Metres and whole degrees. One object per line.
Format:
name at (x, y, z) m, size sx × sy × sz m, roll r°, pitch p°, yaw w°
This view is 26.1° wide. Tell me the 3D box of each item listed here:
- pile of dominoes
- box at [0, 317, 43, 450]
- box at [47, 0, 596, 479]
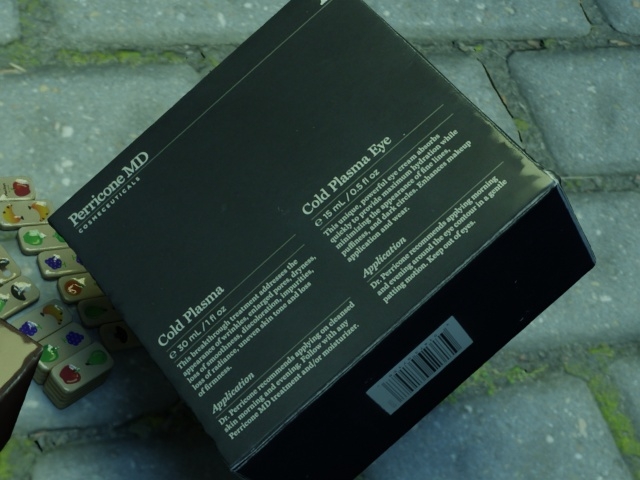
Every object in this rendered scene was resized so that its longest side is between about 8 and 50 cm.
pile of dominoes at (-0.286, 0.038, 1.286) m, size 0.196 × 0.040 × 0.251 m, roll -32°, pitch 75°, yaw -38°
box at (-0.356, 0.145, 1.092) m, size 0.168 × 0.167 × 0.203 m, roll 34°, pitch 49°, yaw 3°
box at (0.000, 0.000, 1.203) m, size 0.343 × 0.179 × 0.312 m, roll -41°, pitch 59°, yaw 1°
